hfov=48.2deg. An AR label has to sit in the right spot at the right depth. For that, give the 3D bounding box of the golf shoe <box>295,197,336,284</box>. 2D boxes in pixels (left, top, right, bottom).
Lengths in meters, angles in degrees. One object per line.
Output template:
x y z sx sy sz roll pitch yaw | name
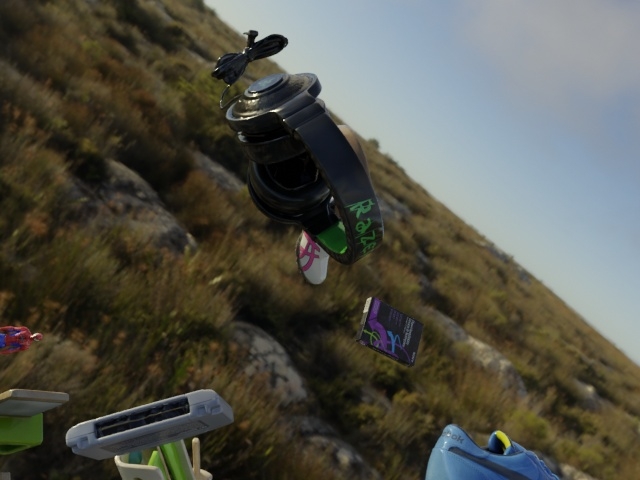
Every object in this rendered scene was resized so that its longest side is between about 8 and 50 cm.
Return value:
0.000 0.000 1.315 0.086 0.186 0.067 11 26 28 | golf shoe

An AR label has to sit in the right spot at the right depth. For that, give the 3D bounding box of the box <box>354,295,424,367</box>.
0.169 0.221 1.723 0.162 0.116 0.029 29 -30 -19 | box

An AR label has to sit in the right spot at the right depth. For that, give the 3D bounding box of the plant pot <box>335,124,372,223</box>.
0.015 -0.109 1.453 0.237 0.110 0.237 168 -90 -75 | plant pot

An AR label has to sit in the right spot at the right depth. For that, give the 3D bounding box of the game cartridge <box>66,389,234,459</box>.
-0.328 0.370 1.428 0.196 0.294 0.060 81 -7 -64 | game cartridge

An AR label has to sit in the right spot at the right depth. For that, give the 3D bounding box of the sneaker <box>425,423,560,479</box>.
0.183 0.214 0.610 0.209 0.082 0.069 23 -21 -20 | sneaker

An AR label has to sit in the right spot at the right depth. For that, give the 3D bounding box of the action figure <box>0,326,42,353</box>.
-0.445 0.140 0.990 0.030 0.115 0.038 134 -50 -71 | action figure

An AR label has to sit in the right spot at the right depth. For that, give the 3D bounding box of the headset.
-0.027 -0.145 0.985 0.394 0.185 0.243 49 -17 30 | headset

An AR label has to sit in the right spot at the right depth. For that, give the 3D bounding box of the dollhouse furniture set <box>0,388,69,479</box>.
-0.307 0.280 0.605 0.198 0.151 0.301 21 51 -48 | dollhouse furniture set

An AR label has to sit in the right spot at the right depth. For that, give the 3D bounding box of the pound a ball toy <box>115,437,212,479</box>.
-0.370 0.544 1.682 0.136 0.319 0.208 3 38 12 | pound a ball toy
